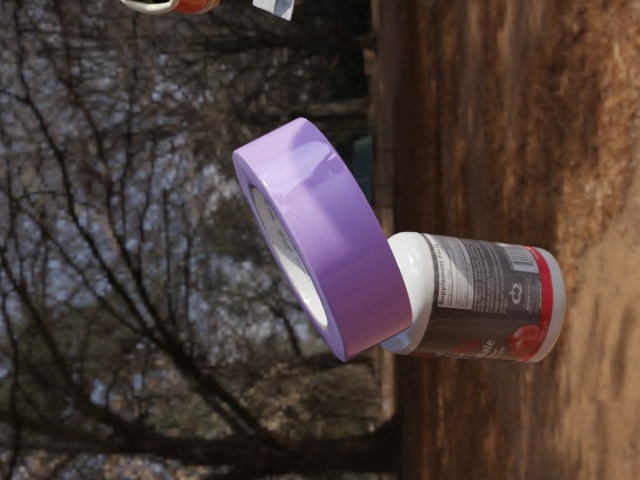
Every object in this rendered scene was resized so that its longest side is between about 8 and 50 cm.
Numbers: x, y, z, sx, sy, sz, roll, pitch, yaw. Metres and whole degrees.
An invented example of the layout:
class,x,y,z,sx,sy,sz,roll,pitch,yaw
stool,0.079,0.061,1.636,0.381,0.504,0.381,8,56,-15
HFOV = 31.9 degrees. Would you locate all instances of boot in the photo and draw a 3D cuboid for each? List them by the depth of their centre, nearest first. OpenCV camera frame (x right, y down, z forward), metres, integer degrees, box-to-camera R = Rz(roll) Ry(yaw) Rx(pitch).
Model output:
class,x,y,z,sx,sy,sz,roll,pitch,yaw
boot,-0.174,-0.241,0.996,0.084,0.158,0.059,-39,-34,-59

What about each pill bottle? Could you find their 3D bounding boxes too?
class,x,y,z,sx,sy,sz,roll,pitch,yaw
pill bottle,0.174,0.081,1.614,0.176,0.319,0.176,-174,90,-71

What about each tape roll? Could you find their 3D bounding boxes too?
class,x,y,z,sx,sy,sz,roll,pitch,yaw
tape roll,0.000,0.000,1.290,0.274,0.090,0.275,59,171,15

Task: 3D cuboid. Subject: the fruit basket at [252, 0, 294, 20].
class,x,y,z,sx,sy,sz,roll,pitch,yaw
fruit basket,-0.029,-0.441,1.378,0.353,0.166,0.326,-107,26,-76
